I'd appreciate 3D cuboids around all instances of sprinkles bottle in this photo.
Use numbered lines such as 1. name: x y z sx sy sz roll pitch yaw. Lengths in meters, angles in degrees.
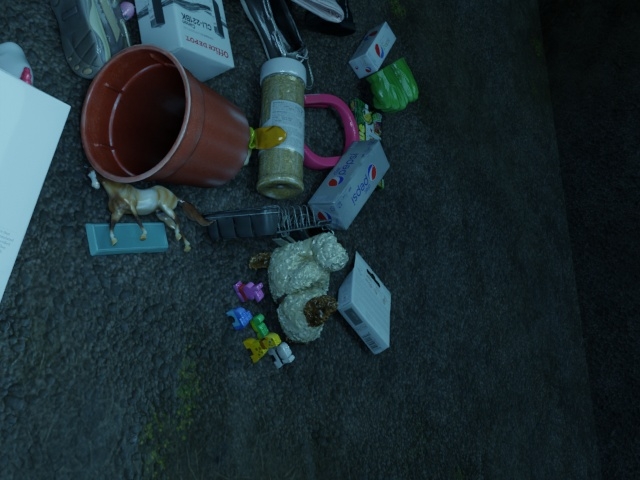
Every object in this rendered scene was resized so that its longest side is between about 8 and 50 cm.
1. sprinkles bottle: -0.097 -0.285 1.986 0.121 0.121 0.355 24 58 -45

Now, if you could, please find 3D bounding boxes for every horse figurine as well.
1. horse figurine: -0.351 -0.063 1.610 0.263 0.066 0.174 4 51 -42

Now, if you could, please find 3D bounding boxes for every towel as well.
1. towel: -0.104 -0.751 2.119 0.317 0.053 0.331 13 42 -49

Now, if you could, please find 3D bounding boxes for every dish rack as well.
1. dish rack: -0.112 -0.045 1.812 0.271 0.208 0.074 -9 95 -53

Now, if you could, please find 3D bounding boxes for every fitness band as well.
1. fitness band: 0.006 -0.301 2.185 0.291 0.054 0.209 -14 89 -52

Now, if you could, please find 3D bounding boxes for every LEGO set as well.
1. LEGO set: -0.128 0.201 1.775 0.087 0.093 0.227 -42 109 -50

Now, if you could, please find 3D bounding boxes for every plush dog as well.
1. plush dog: -0.049 0.128 1.834 0.211 0.262 0.225 -3 65 -18

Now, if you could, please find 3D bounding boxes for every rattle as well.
1. rattle: -0.203 -0.264 1.840 0.200 0.143 0.130 44 64 -40

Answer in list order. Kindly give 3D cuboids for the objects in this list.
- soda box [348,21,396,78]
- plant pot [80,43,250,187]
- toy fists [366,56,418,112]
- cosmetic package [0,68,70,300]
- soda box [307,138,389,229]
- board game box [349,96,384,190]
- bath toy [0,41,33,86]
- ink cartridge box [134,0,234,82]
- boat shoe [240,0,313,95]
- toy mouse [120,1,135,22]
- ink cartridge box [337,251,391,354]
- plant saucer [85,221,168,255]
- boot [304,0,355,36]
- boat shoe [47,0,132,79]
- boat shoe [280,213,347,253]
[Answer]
1. soda box: 0.166 -0.604 2.483 0.069 0.074 0.216 53 42 -24
2. plant pot: -0.295 -0.228 1.610 0.265 0.272 0.272 15 64 -60
3. toy fists: 0.231 -0.483 2.493 0.142 0.096 0.279 59 29 -8
4. cosmetic package: -0.547 -0.070 1.205 0.155 0.197 0.365 26 72 -44
5. soda box: 0.081 -0.154 2.136 0.286 0.091 0.098 -56 133 -36
6. board game box: 0.139 -0.290 2.362 0.136 0.030 0.259 22 60 -43
7. bath toy: -0.637 -0.294 1.313 0.348 0.129 0.151 6 106 -49
8. ink cartridge box: -0.317 -0.520 1.794 0.197 0.114 0.272 4 73 -60
9. boat shoe: -0.098 -0.548 2.111 0.335 0.095 0.112 59 39 -17
10. toy mouse: -0.454 -0.517 1.708 0.161 0.031 0.143 27 56 -43
11. ink cartridge box: 0.123 0.169 2.156 0.189 0.066 0.232 51 21 -25
12. plant saucer: -0.388 -0.007 1.597 0.192 0.018 0.067 -3 78 -51
13. boot: 0.014 -0.725 2.322 0.246 0.094 0.207 -9 86 -59
14. boat shoe: -0.477 -0.506 1.605 0.130 0.132 0.355 -20 100 -54
15. boat shoe: 0.000 0.000 2.032 0.233 0.079 0.084 35 49 -40
